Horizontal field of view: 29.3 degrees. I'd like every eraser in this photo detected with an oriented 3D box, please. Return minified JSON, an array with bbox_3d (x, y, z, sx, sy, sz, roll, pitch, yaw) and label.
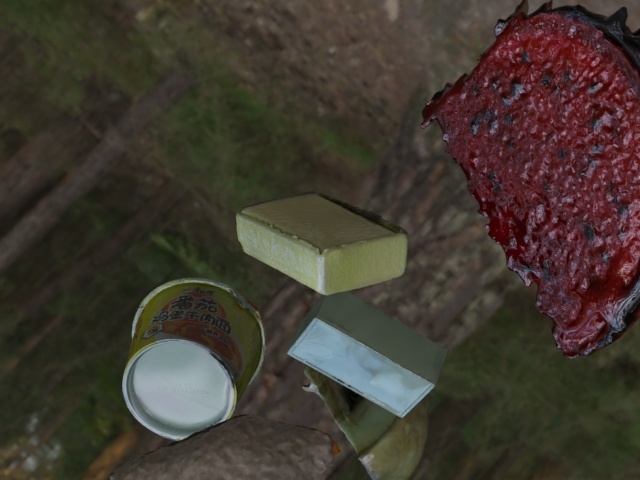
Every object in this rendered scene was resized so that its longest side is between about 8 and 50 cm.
[{"bbox_3d":[0.000,0.000,1.326,0.172,0.117,0.058,26,123,50],"label":"eraser"}]

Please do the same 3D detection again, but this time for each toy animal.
[{"bbox_3d":[-0.131,0.379,1.771,0.188,0.358,0.227,38,-148,-55],"label":"toy animal"}]

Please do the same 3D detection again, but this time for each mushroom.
[{"bbox_3d":[0.113,0.323,2.242,0.292,0.212,0.217,37,167,50],"label":"mushroom"}]

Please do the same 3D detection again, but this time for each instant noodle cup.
[{"bbox_3d":[-0.237,0.224,2.205,0.264,0.264,0.200,46,-159,-13],"label":"instant noodle cup"}]

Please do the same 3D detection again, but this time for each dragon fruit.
[{"bbox_3d":[0.266,-0.082,1.203,0.282,0.100,0.344,-50,56,46],"label":"dragon fruit"}]

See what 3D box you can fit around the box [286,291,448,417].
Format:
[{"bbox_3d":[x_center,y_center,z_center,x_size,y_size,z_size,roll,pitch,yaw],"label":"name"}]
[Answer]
[{"bbox_3d":[0.078,0.180,2.011,0.225,0.086,0.129,31,140,-5],"label":"box"}]
